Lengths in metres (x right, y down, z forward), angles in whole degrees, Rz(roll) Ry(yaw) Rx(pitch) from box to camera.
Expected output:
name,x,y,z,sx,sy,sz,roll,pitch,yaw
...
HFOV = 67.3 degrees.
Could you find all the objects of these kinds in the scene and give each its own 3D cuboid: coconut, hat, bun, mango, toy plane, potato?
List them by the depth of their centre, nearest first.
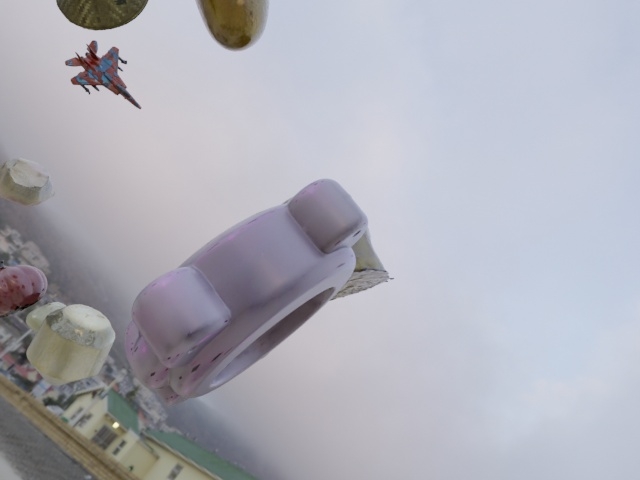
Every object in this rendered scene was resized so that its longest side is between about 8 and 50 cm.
name,x,y,z,sx,sy,sz,roll,pitch,yaw
hat,-0.330,-0.390,0.702,0.146,0.146,0.067,34,-11,8
mango,-0.145,-0.415,0.778,0.167,0.130,0.261,110,-31,-68
toy plane,-0.470,-0.357,1.075,0.189,0.130,0.061,46,-16,-8
potato,0.000,0.000,1.094,0.289,0.237,0.301,-16,-17,18
coconut,-0.694,-0.135,1.143,0.110,0.110,0.125,3,-12,43
coconut,-0.698,0.302,1.347,0.202,0.221,0.202,31,6,-4
bun,-0.827,0.300,1.545,0.230,0.145,0.229,18,-54,27

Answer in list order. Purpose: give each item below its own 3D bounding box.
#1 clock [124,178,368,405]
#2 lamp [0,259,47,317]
name,x,y,z,sx,sy,sz,roll,pitch,yaw
clock,-0.085,0.069,0.573,0.113,0.296,0.322,51,-23,11
lamp,-0.830,0.126,1.278,0.182,0.182,0.140,-25,-90,54
